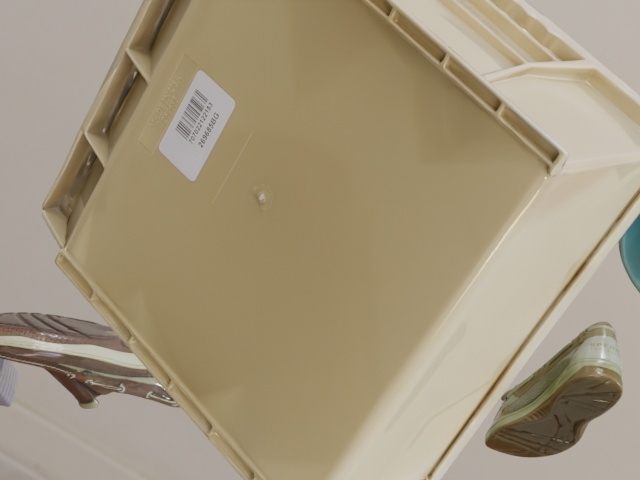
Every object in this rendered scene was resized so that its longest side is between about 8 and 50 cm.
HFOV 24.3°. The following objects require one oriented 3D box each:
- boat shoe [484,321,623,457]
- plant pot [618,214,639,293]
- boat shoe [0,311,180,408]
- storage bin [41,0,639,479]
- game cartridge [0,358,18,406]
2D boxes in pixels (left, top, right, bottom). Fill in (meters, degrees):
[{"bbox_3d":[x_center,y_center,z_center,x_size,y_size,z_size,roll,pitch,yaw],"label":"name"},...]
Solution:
[{"bbox_3d":[0.164,0.109,1.051,0.153,0.056,0.048,122,-19,-54],"label":"boat shoe"},{"bbox_3d":[0.391,-0.042,1.046,0.235,0.293,0.293,-60,169,-21],"label":"plant pot"},{"bbox_3d":[-0.258,0.144,1.662,0.095,0.257,0.095,-146,-113,-67],"label":"boat shoe"},{"bbox_3d":[0.004,-0.028,0.799,0.123,0.260,0.262,-11,140,-52],"label":"storage bin"},{"bbox_3d":[-0.536,0.126,1.730,0.230,0.355,0.068,128,-24,-80],"label":"game cartridge"}]
